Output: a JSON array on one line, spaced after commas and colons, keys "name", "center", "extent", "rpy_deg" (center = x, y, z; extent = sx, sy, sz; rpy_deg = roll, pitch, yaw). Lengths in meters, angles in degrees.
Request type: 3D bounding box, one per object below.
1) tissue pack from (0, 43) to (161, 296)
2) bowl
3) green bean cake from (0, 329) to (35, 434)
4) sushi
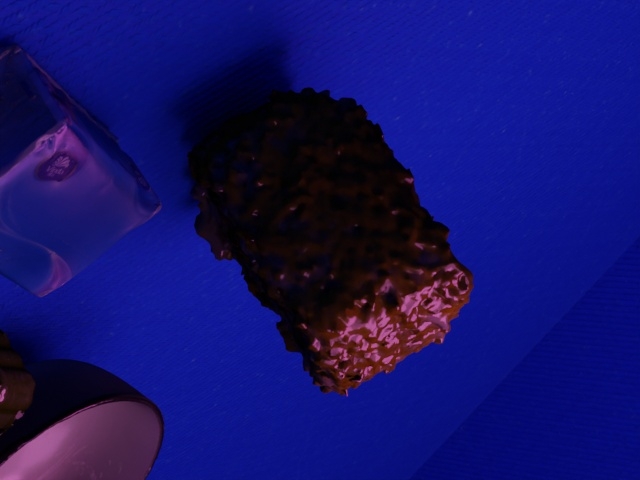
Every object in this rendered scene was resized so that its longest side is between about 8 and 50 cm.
[{"name": "tissue pack", "center": [-0.326, -0.066, 1.445], "extent": [0.198, 0.146, 0.263], "rpy_deg": [-38, 155, 1]}, {"name": "bowl", "center": [-0.414, 0.294, 1.836], "extent": [0.354, 0.185, 0.354], "rpy_deg": [-36, 151, -23]}, {"name": "green bean cake", "center": [-0.484, 0.178, 1.606], "extent": [0.214, 0.200, 0.113], "rpy_deg": [-43, 164, 4]}, {"name": "sushi", "center": [0.000, 0.000, 1.697], "extent": [0.240, 0.396, 0.351], "rpy_deg": [-32, 163, -10]}]
